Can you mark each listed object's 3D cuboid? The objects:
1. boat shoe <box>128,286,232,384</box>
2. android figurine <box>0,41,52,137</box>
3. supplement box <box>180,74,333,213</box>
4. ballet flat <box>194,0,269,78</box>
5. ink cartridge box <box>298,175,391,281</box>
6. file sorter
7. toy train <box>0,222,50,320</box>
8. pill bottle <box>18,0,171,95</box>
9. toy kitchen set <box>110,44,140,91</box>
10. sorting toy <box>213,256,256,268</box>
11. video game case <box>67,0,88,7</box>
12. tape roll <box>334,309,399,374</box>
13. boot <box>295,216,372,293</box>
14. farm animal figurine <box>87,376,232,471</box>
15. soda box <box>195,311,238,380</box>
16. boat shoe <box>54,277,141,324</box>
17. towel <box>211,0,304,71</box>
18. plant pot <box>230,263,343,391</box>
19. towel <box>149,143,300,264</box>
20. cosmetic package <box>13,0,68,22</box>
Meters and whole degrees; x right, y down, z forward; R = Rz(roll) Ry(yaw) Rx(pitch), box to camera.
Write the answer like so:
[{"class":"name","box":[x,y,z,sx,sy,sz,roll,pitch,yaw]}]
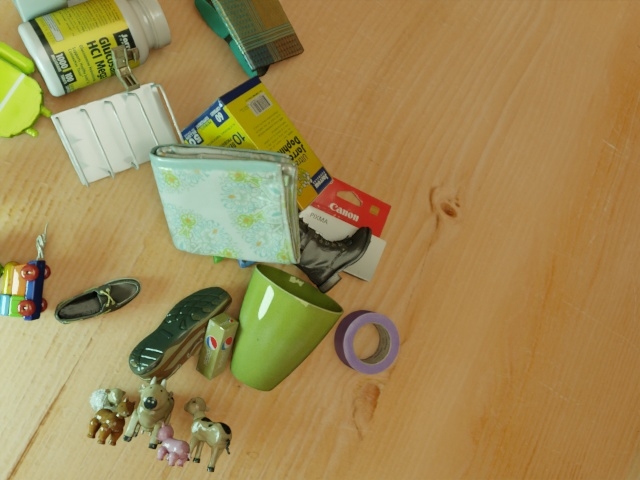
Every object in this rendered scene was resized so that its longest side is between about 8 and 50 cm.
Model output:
[{"class":"boat shoe","box":[-0.374,0.262,1.614,0.324,0.123,0.120,-42,135,-23]},{"class":"android figurine","box":[-0.818,-0.367,1.472,0.273,0.056,0.248,31,84,-18]},{"class":"supplement box","box":[-0.170,-0.228,1.603,0.356,0.194,0.195,52,41,-12]},{"class":"ballet flat","box":[-0.241,-0.596,1.680,0.096,0.095,0.280,-48,115,-24]},{"class":"ink cartridge box","box":[0.065,-0.048,1.791,0.296,0.066,0.261,24,83,-18]},{"class":"file sorter","box":[-0.510,-0.273,1.510,0.278,0.173,0.192,-25,111,-19]},{"class":"toy train","box":[-0.768,0.072,1.478,0.143,0.105,0.248,5,88,-6]},{"class":"pill bottle","box":[-0.566,-0.514,1.503,0.334,0.188,0.187,-28,99,-18]},{"class":"toy kitchen set","box":[-0.467,-0.432,1.457,0.068,0.083,0.075,-27,67,-23]},{"class":"sorting toy","box":[-0.258,-0.089,1.684,0.196,0.047,0.347,-9,92,-20]},{"class":"video game case","box":[-0.669,-0.734,1.549,0.300,0.036,0.329,-26,98,-18]},{"class":"tape roll","box":[0.143,0.311,1.807,0.189,0.080,0.188,0,88,-19]},{"class":"boot","box":[0.000,0.000,1.688,0.229,0.091,0.263,44,77,-12]},{"class":"farm animal figurine","box":[-0.401,0.439,1.486,0.330,0.327,0.172,23,76,-21]},{"class":"soda box","box":[-0.284,0.291,1.610,0.061,0.058,0.181,-23,138,-55]},{"class":"boat shoe","box":[-0.583,0.161,1.552,0.228,0.069,0.081,-22,97,-19]},{"class":"towel","box":[-0.208,-0.669,1.650,0.271,0.040,0.370,-40,105,-48]},{"class":"plant pot","box":[-0.124,0.259,1.635,0.275,0.275,0.293,26,95,-18]},{"class":"towel","box":[-0.233,-0.085,1.505,0.375,0.090,0.320,7,129,12]},{"class":"cosmetic package","box":[-0.678,-0.594,1.404,0.117,0.231,0.085,-29,100,-19]}]
